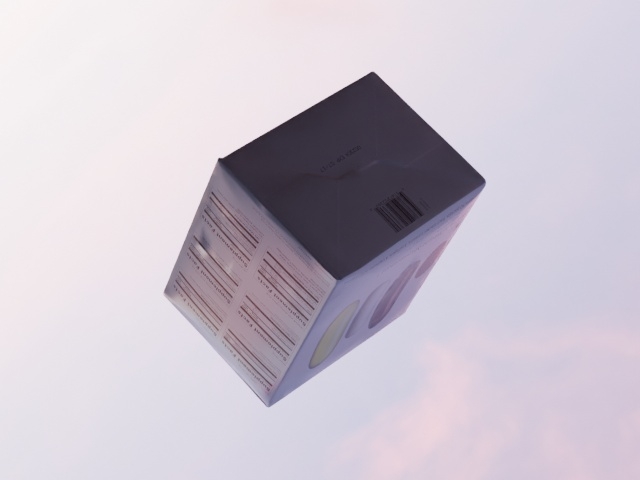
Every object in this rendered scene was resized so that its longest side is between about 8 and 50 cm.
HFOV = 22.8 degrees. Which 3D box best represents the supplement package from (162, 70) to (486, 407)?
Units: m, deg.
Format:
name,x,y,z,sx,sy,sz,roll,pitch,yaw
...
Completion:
name,x,y,z,sx,sy,sz,roll,pitch,yaw
supplement package,0.000,0.000,1.373,0.194,0.149,0.203,-32,161,-36
